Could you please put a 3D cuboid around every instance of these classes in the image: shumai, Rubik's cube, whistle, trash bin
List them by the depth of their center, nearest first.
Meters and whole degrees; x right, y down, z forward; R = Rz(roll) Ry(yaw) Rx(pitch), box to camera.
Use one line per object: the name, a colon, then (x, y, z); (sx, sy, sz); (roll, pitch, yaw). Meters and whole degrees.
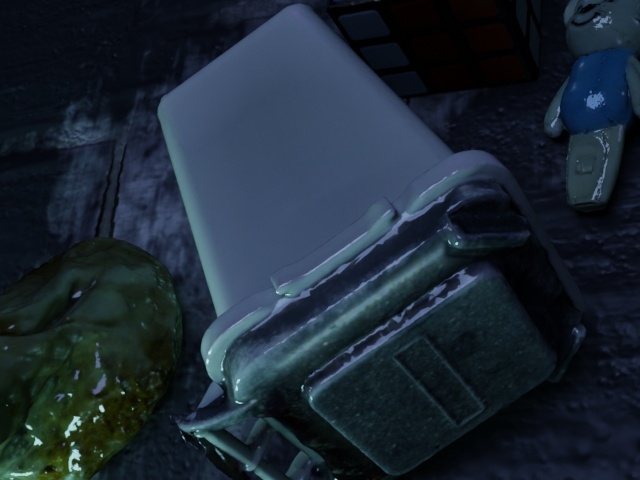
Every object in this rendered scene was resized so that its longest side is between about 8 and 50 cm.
trash bin: (0.000, 0.000, 0.850); (0.296, 0.256, 0.367); (-36, 47, 7)
whistle: (0.246, -0.138, 0.898); (0.114, 0.077, 0.235); (-7, 62, 46)
shumai: (-0.265, 0.092, 0.951); (0.222, 0.203, 0.271); (-3, 58, 24)
Rubik's cube: (0.115, -0.248, 0.971); (0.161, 0.163, 0.162); (-5, 65, 25)
